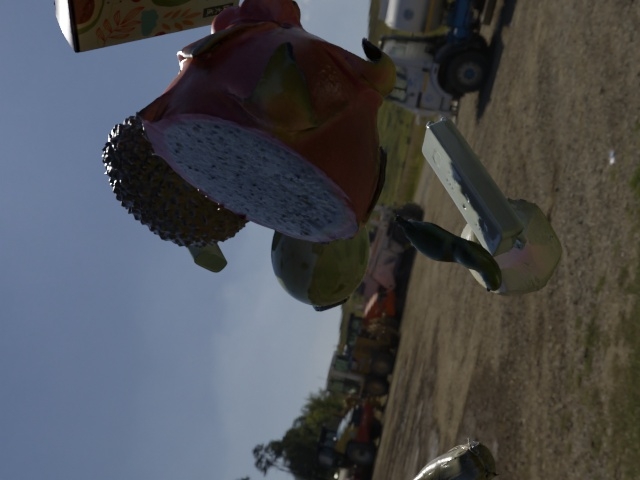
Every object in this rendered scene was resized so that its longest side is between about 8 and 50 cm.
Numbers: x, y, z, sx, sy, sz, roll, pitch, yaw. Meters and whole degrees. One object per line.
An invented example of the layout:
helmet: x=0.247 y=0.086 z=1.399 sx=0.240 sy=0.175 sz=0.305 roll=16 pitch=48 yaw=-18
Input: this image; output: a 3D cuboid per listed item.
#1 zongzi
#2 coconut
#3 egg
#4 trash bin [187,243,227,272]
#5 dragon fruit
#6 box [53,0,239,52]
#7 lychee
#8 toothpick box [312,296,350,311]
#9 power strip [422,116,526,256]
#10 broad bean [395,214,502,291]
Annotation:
zongzi: x=0.268 y=0.496 z=1.308 sx=0.194 sy=0.198 sz=0.099 roll=81 pitch=170 yaw=-64
coconut: x=0.452 y=0.007 z=1.487 sx=0.230 sy=0.227 sz=0.227 roll=52 pitch=-145 yaw=-25
egg: x=0.000 y=0.000 z=1.377 sx=0.218 sy=0.219 sz=0.295 roll=85 pitch=-174 yaw=-71
trash bin: x=-0.341 y=0.020 z=1.801 sx=0.059 sy=0.130 sz=0.116 roll=-45 pitch=-39 yaw=12
dragon fruit: x=-0.044 y=-0.158 z=0.766 sx=0.305 sy=0.306 sz=0.225 roll=89 pitch=-157 yaw=-66
box: x=-0.340 y=-0.576 z=1.244 sx=0.122 sy=0.385 sz=0.344 roll=61 pitch=155 yaw=16
lychee: x=-0.339 y=-0.165 z=1.589 sx=0.380 sy=0.432 sz=0.380 roll=-30 pitch=50 yaw=44
toothpick box: x=0.002 y=0.086 z=1.577 sx=0.120 sy=0.120 sz=0.184 roll=79 pitch=170 yaw=-75
power strip: x=0.291 y=-0.115 z=1.224 sx=0.098 sy=0.058 sz=0.338 roll=87 pitch=159 yaw=-62
broad bean: x=0.219 y=0.013 z=1.060 sx=0.048 sy=0.214 sz=0.070 roll=-34 pitch=-30 yaw=-39
